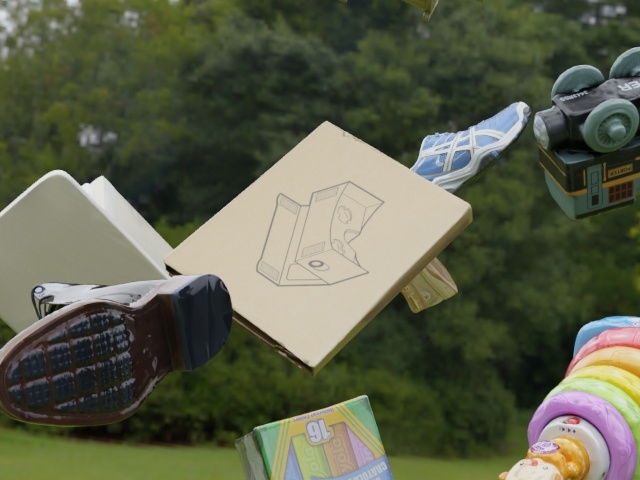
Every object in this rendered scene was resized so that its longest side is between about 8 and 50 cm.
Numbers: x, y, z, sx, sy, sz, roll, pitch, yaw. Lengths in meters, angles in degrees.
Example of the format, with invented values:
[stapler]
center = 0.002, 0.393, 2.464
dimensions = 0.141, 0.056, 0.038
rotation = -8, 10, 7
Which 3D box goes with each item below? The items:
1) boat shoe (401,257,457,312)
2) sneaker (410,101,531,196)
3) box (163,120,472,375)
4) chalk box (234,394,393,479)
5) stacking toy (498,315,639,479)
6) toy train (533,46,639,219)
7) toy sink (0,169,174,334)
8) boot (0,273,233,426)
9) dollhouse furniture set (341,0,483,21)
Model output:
[boat shoe]
center = 0.066, 0.021, 1.265
dimensions = 0.170, 0.059, 0.063
rotation = 41, 15, -41
[sneaker]
center = 0.172, -0.110, 1.680
dimensions = 0.081, 0.211, 0.080
rotation = 51, -3, 8
[box]
center = 0.000, 0.000, 1.092
dimensions = 0.164, 0.201, 0.021
rotation = 32, -30, 28
[chalk box]
center = 0.009, 0.289, 1.413
dimensions = 0.132, 0.213, 0.132
rotation = -14, -10, -17
[stacking toy]
center = 0.251, 0.183, 1.233
dimensions = 0.175, 0.165, 0.302
rotation = 10, 17, 37
[toy train]
center = 0.440, -0.151, 1.786
dimensions = 0.334, 0.190, 0.142
rotation = -17, 38, -11
[toy sink]
center = -0.245, 0.034, 1.389
dimensions = 0.234, 0.153, 0.131
rotation = 47, 8, -22
[boot]
center = -0.160, 0.070, 0.870
dimensions = 0.106, 0.082, 0.219
rotation = -1, 8, 32
[dollhouse furniture set]
center = 0.176, -0.483, 2.189
dimensions = 0.303, 0.174, 0.355
rotation = 26, -12, 7
